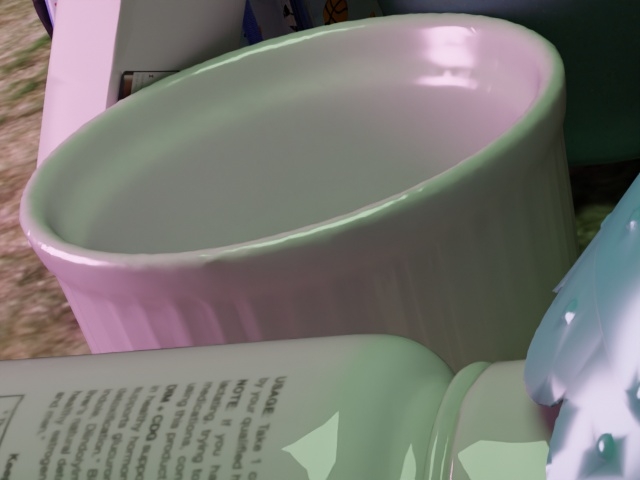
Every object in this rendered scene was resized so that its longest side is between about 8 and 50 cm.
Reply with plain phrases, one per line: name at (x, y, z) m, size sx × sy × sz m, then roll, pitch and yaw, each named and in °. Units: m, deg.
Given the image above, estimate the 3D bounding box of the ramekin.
ramekin at (0.000, 0.000, 0.982) m, size 0.277 × 0.135 × 0.277 m, roll -14°, pitch 23°, yaw 6°

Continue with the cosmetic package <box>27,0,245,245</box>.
cosmetic package at (-0.098, -0.107, 1.103) m, size 0.060 × 0.239 × 0.099 m, roll 22°, pitch 20°, yaw 39°

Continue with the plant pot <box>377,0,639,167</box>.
plant pot at (0.142, -0.184, 1.115) m, size 0.271 × 0.255 × 0.272 m, roll -8°, pitch 16°, yaw 2°

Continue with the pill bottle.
pill bottle at (-0.027, 0.117, 0.714) m, size 0.283 × 0.160 × 0.160 m, roll -6°, pitch 26°, yaw 24°

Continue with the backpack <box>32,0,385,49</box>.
backpack at (-0.067, -0.173, 1.283) m, size 0.213 × 0.277 × 0.263 m, roll -2°, pitch 41°, yaw 32°

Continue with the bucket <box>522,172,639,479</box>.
bucket at (0.218, 0.027, 0.581) m, size 0.281 × 0.183 × 0.281 m, roll 16°, pitch 38°, yaw -13°
